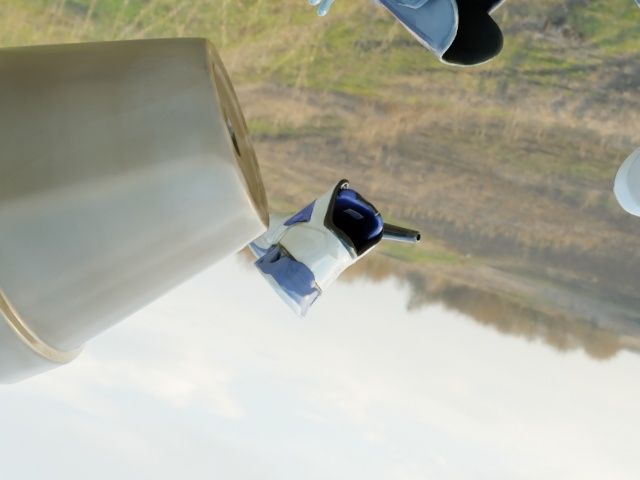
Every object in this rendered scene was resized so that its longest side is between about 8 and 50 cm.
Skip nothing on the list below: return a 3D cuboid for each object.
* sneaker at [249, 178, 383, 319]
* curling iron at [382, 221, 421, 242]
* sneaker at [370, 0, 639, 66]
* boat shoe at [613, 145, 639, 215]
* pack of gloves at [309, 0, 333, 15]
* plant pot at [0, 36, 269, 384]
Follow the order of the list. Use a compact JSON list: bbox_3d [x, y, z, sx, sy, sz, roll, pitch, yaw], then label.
[{"bbox_3d":[0.000,0.000,1.381,0.127,0.182,0.315,52,180,-14],"label":"sneaker"},{"bbox_3d":[0.050,-0.012,1.509,0.274,0.068,0.035,4,165,41],"label":"curling iron"},{"bbox_3d":[0.032,-0.173,0.533,0.350,0.148,0.131,3,-175,30],"label":"sneaker"},{"bbox_3d":[0.429,-0.093,1.154,0.267,0.096,0.088,-32,-175,-34],"label":"boat shoe"},{"bbox_3d":[0.034,-0.341,0.900,0.046,0.232,0.195,26,140,14],"label":"pack of gloves"},{"bbox_3d":[-0.206,-0.056,0.885,0.280,0.323,0.323,-16,178,3],"label":"plant pot"}]
